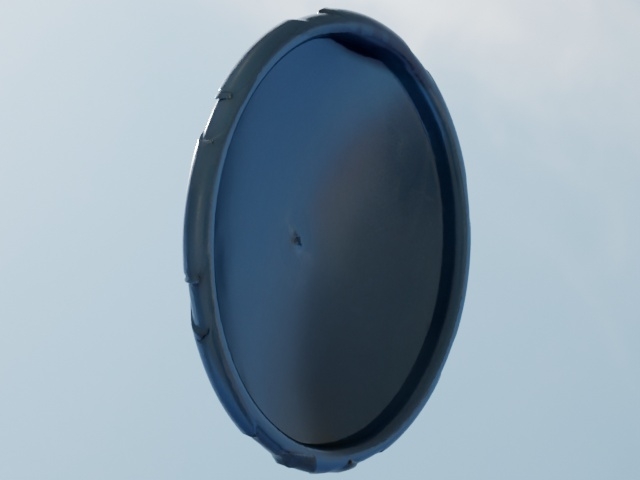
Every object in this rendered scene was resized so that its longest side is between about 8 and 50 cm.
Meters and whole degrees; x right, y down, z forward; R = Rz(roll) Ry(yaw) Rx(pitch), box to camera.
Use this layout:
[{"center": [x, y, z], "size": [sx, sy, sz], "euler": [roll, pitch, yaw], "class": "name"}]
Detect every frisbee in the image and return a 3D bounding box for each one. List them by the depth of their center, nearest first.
[{"center": [0.000, 0.000, 1.034], "size": [0.045, 0.242, 0.242], "euler": [2, -140, 36], "class": "frisbee"}]
